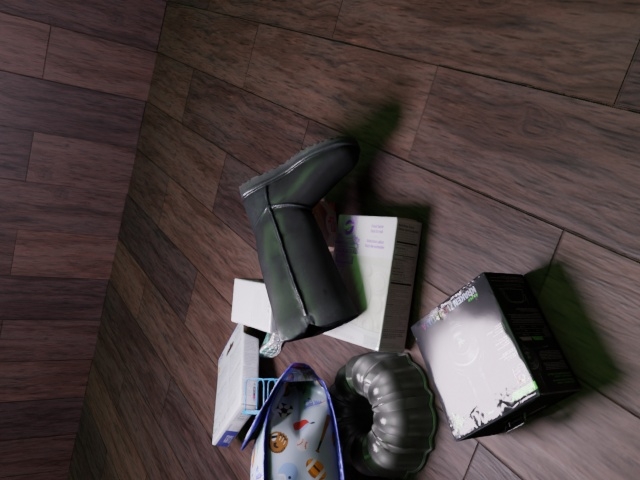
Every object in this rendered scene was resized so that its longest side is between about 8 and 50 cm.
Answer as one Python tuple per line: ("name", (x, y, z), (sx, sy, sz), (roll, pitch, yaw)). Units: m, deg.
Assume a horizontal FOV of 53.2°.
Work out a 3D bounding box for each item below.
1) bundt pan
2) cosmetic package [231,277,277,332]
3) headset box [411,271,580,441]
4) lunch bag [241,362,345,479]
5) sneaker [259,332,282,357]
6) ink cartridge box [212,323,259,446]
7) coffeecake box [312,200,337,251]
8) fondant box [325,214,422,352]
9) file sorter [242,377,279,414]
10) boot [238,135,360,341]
("bundt pan", (0.130, 0.431, 1.596), (0.331, 0.124, 0.330), (-12, 75, 53))
("cosmetic package", (-0.107, 0.187, 1.868), (0.225, 0.224, 0.138), (2, 87, 54))
("headset box", (0.349, 0.248, 1.310), (0.246, 0.131, 0.283), (-46, 51, 41))
("lunch bag", (-0.074, 0.538, 1.613), (0.328, 0.239, 0.385), (111, 159, -59))
("sneaker", (-0.151, 0.314, 2.066), (0.166, 0.065, 0.076), (-54, 29, 31))
("ink cartridge box", (-0.281, 0.471, 2.139), (0.324, 0.071, 0.330), (122, 155, -45))
("coffeecake box", (-0.043, -0.043, 1.844), (0.068, 0.185, 0.142), (-27, 65, 50))
("fondant box", (0.129, 0.103, 1.655), (0.238, 0.096, 0.330), (6, 86, 54))
("file sorter", (-0.129, 0.467, 1.911), (0.118, 0.170, 0.104), (-18, 67, 52))
("boot", (-0.002, 0.001, 1.635), (0.367, 0.146, 0.445), (-26, 66, 22))
